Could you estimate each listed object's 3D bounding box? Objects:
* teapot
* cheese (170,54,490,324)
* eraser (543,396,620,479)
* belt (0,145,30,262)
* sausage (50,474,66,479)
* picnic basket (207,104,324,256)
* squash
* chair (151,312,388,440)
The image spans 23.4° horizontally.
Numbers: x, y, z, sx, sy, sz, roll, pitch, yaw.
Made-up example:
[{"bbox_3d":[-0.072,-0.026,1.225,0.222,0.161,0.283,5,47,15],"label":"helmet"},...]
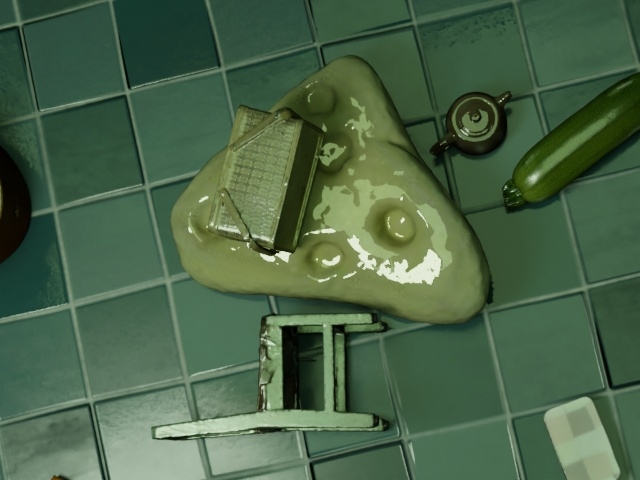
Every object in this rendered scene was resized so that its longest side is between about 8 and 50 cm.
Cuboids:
[{"bbox_3d":[0.182,-0.141,1.876,0.121,0.068,0.076,-35,80,2],"label":"teapot"},{"bbox_3d":[0.000,0.000,1.855,0.328,0.129,0.351,-32,80,8],"label":"cheese"},{"bbox_3d":[0.310,0.242,1.833,0.065,0.026,0.105,-19,81,2],"label":"eraser"},{"bbox_3d":[-0.530,-0.089,1.937,0.338,0.122,0.217,33,89,10],"label":"belt"},{"bbox_3d":[-0.287,0.322,1.898,0.107,0.031,0.031,21,86,10],"label":"sausage"},{"bbox_3d":[-0.060,-0.067,1.747,0.079,0.115,0.164,14,88,13],"label":"picnic basket"},{"bbox_3d":[0.321,-0.125,1.856,0.258,0.069,0.069,-38,80,1],"label":"squash"},{"bbox_3d":[-0.058,0.160,1.836,0.270,0.136,0.147,-3,81,9],"label":"chair"}]
